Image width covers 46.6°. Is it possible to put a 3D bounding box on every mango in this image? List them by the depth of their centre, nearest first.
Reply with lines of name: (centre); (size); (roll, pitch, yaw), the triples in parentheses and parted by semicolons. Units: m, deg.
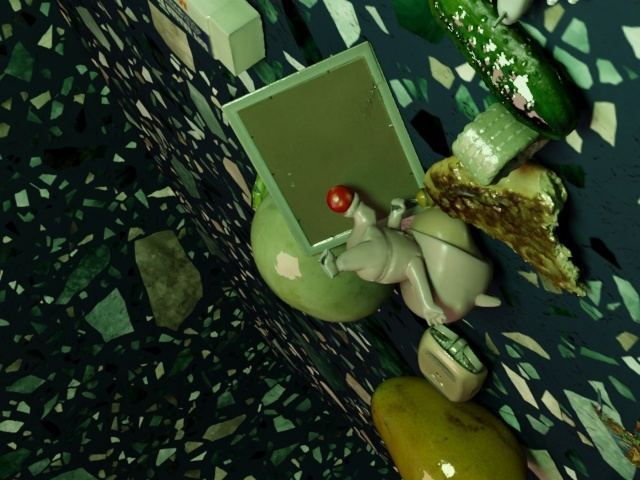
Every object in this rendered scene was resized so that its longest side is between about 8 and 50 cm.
mango: (0.266, 0.433, 1.565); (0.378, 0.264, 0.221); (42, 125, 21)

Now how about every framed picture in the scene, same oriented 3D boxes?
framed picture: (0.021, -0.126, 1.115); (0.019, 0.232, 0.296); (-95, -19, -56)

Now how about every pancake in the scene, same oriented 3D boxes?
pancake: (0.259, -0.025, 0.974); (0.244, 0.057, 0.266); (45, 170, -9)

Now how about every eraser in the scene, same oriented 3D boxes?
eraser: (-0.216, -0.427, 1.315); (0.279, 0.081, 0.124); (47, 164, 17)

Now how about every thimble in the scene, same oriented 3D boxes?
thimble: (0.200, -0.109, 0.812); (0.062, 0.110, 0.084); (52, 141, 14)

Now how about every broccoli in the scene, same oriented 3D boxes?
broccoli: (-0.093, -0.158, 1.395); (0.118, 0.204, 0.122); (9, -178, -30)

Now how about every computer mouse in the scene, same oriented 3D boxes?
computer mouse: (0.260, 0.241, 1.466); (0.145, 0.082, 0.236); (45, 164, 24)

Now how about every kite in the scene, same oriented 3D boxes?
kite: (0.482, 0.313, 1.136); (0.183, 0.010, 0.160); (40, 160, 36)

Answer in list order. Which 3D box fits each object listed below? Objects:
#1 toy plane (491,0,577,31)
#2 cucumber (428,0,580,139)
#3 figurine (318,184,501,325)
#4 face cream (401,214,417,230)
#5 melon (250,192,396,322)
toy plane: (0.181, -0.243, 0.647); (0.162, 0.065, 0.171); (36, 156, 13)
cucumber: (0.180, -0.195, 0.757); (0.227, 0.069, 0.069); (53, 165, 11)
figurine: (0.139, 0.015, 1.105); (0.288, 0.186, 0.176); (20, -170, -14)
face cream: (0.110, -0.085, 1.225); (0.243, 0.058, 0.092); (49, 161, -14)
melon: (0.009, 0.012, 1.349); (0.307, 0.272, 0.272); (62, 163, -11)
